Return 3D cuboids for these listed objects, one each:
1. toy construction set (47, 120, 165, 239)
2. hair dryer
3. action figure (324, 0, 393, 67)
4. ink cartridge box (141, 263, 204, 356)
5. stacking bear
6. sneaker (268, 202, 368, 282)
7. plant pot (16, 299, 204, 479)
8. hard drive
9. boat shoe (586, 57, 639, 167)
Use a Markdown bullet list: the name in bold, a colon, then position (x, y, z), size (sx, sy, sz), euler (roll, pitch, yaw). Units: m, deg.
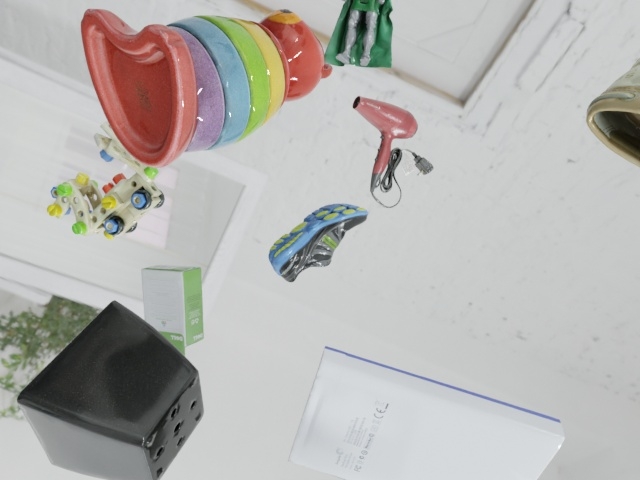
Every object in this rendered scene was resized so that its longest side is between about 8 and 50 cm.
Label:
- **toy construction set**: position (-0.502, -0.128, 1.306), size (0.327, 0.215, 0.151), euler (-39, 176, 32)
- **hair dryer**: position (0.181, -0.255, 1.444), size (0.223, 0.293, 0.080), euler (-39, -167, -32)
- **action figure**: position (0.085, -0.443, 1.021), size (0.063, 0.137, 0.232), euler (14, 87, -75)
- **ink cartridge box**: position (-0.301, 0.157, 1.131), size (0.062, 0.109, 0.209), euler (-14, 105, -63)
- **stacking bear**: position (-0.108, -0.208, 0.682), size (0.289, 0.175, 0.164), euler (-31, 136, -41)
- **sneaker**: position (0.000, 0.000, 0.905), size (0.188, 0.078, 0.067), euler (-36, -147, -20)
- **plant pot**: position (-0.273, 0.235, 0.787), size (0.187, 0.167, 0.188), euler (-55, 159, -44)
- **hard drive**: position (0.131, 0.277, 0.758), size (0.040, 0.318, 0.210), euler (-69, 176, -59)
- **boat shoe**: position (0.316, -0.028, 0.364), size (0.089, 0.285, 0.105), euler (-35, 148, -23)
